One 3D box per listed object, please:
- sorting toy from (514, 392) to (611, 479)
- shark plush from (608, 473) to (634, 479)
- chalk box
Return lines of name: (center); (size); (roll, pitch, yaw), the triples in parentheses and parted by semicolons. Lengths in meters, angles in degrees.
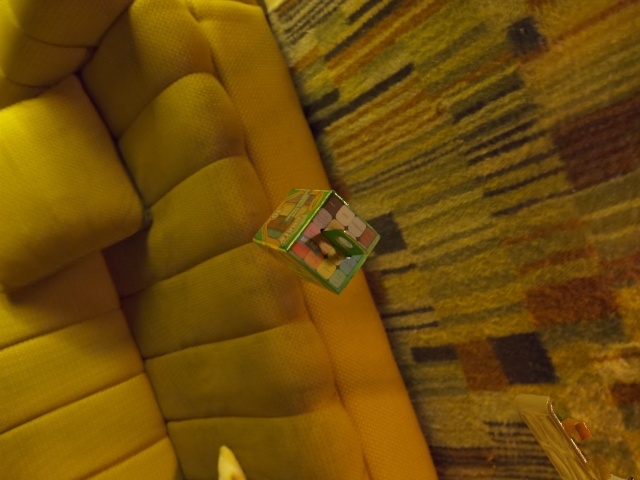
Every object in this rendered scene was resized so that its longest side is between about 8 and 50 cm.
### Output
sorting toy: (0.498, 0.415, 1.005); (0.229, 0.041, 0.307); (63, 176, 15)
shark plush: (0.667, 0.572, 1.171); (0.073, 0.161, 0.067); (-136, 39, -63)
chalk box: (0.000, 0.000, 0.882); (0.132, 0.132, 0.213); (42, 168, -24)
